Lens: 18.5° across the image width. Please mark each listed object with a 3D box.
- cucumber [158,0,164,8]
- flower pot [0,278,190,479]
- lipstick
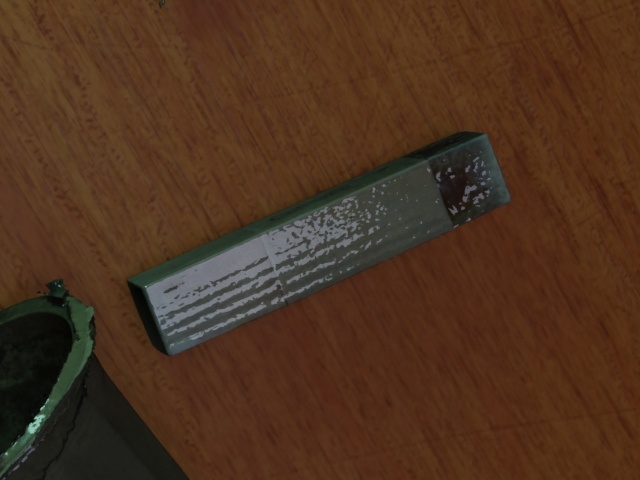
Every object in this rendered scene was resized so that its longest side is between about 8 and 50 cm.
[{"bbox_3d":[-0.106,-0.288,1.864,0.039,0.039,0.168,45,78,-16],"label":"cucumber"},{"bbox_3d":[-0.246,0.225,1.752,0.290,0.290,0.259,-44,118,-10],"label":"flower pot"},{"bbox_3d":[0.000,0.000,1.897,0.371,0.076,0.079,-24,102,-15],"label":"lipstick"}]
